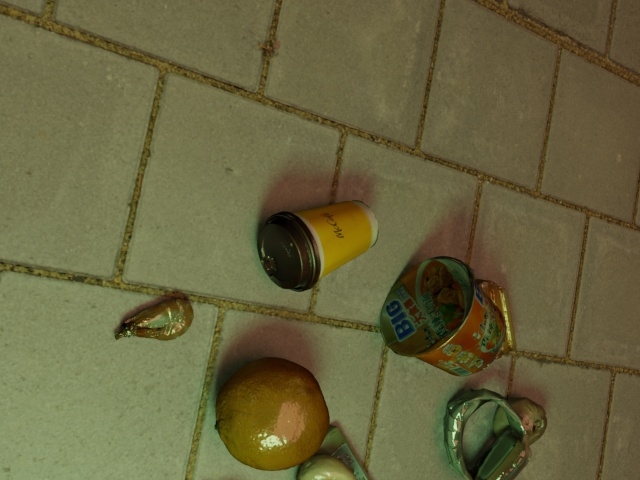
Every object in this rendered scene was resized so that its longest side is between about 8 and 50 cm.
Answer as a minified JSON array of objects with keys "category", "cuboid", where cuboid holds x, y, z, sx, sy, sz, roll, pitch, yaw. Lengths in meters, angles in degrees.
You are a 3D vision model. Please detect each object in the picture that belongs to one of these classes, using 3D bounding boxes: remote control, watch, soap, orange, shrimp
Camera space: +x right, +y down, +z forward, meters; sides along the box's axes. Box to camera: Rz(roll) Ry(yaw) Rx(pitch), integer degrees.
[{"category":"remote control","cuboid":[0.057,0.592,1.791,0.098,0.038,0.234,-37,110,-25]},{"category":"watch","cuboid":[0.455,0.554,1.950,0.241,0.162,0.253,41,88,-4]},{"category":"soap","cuboid":[0.489,0.227,2.025,0.140,0.073,0.232,-17,99,-31]},{"category":"orange","cuboid":[-0.112,0.394,1.567,0.264,0.264,0.265,-1,91,-31]},{"category":"shrimp","cuboid":[-0.363,0.184,1.525,0.184,0.043,0.092,-11,100,-32]}]

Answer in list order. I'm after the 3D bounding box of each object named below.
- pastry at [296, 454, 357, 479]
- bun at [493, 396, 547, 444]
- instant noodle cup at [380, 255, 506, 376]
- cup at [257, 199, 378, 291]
[{"category":"pastry","cuboid":[0.013,0.605,1.708,0.156,0.092,0.157,0,113,-1]},{"category":"bun","cuboid":[0.612,0.553,2.081,0.173,0.113,0.167,-38,110,-22]},{"category":"instant noodle cup","cuboid":[0.335,0.215,1.825,0.214,0.296,0.297,37,73,-35]},{"category":"cup","cuboid":[0.000,0.000,1.668,0.279,0.196,0.197,-21,102,-36]}]
